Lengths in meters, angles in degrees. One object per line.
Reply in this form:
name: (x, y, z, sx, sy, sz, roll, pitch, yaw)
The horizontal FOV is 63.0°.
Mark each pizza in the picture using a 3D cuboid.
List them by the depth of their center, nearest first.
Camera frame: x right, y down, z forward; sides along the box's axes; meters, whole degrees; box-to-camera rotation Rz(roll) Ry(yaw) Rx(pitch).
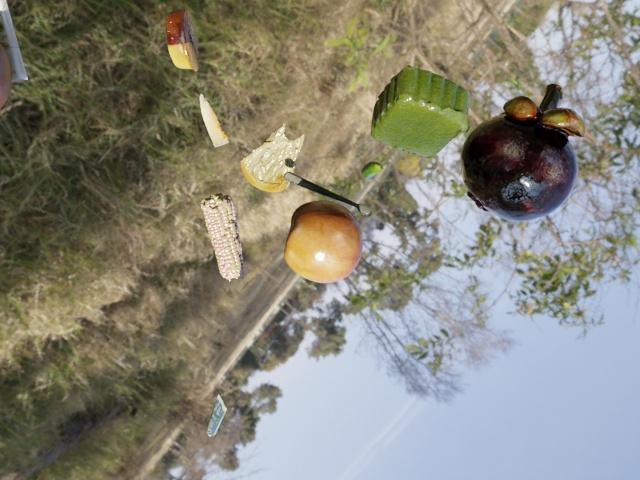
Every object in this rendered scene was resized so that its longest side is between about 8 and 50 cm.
pizza: (-0.145, -0.267, 1.727, 0.262, 0.181, 0.034, -44, 177, 26)

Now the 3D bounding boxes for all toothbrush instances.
toothbrush: (0.019, -0.147, 1.636, 0.030, 0.297, 0.030, 103, 11, -72)

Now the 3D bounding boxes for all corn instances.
corn: (-0.359, -0.012, 1.974, 0.127, 0.335, 0.126, -11, -170, 2)

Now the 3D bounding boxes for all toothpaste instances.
toothpaste: (-0.315, 0.538, 1.579, 0.035, 0.057, 0.197, -8, 138, -35)

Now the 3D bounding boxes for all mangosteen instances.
mangosteen: (0.657, -0.271, 1.664, 0.435, 0.382, 0.382, -49, -175, 22)

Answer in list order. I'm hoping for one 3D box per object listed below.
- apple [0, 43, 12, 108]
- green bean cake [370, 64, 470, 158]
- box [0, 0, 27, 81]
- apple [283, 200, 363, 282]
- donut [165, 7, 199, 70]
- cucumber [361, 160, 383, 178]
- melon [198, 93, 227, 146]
apple: (-0.882, -0.407, 1.281, 0.234, 0.234, 0.234, -51, -176, 6)
green bean cake: (0.302, -0.390, 1.597, 0.250, 0.247, 0.156, 131, -27, -62)
box: (-0.872, -0.539, 1.411, 0.122, 0.220, 0.032, -3, -166, 22)
apple: (0.000, 0.000, 1.550, 0.253, 0.253, 0.253, -51, -176, 6)
donut: (-0.425, -0.617, 1.613, 0.166, 0.073, 0.184, -91, 177, -56)
cucumber: (0.187, -0.263, 1.950, 0.056, 0.056, 0.250, -52, -174, -6)
melon: (-0.383, -0.425, 1.851, 0.054, 0.182, 0.098, -28, 180, -16)
